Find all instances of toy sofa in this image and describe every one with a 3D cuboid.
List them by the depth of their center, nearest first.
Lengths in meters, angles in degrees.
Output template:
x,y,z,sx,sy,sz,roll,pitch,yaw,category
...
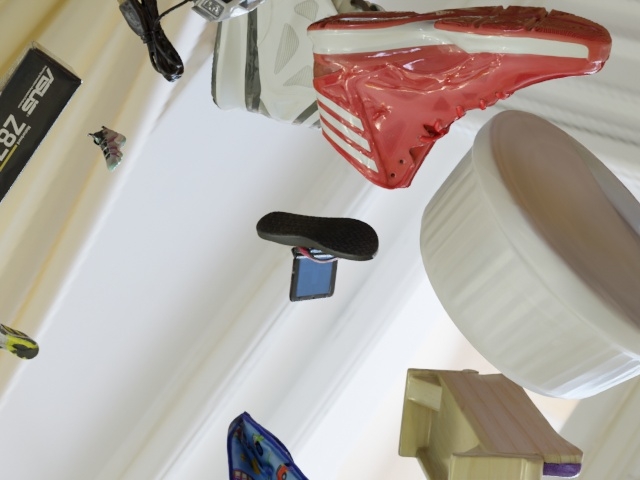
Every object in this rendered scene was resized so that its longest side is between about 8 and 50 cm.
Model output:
x,y,z,sx,sy,sz,roll,pitch,yaw,category
0.227,0.305,1.502,0.177,0.150,0.362,3,-168,-7,toy sofa

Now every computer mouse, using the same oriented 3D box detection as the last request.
x,y,z,sx,sy,sz,roll,pitch,yaw,category
-0.091,-0.233,0.994,0.106,0.193,0.042,55,165,9,computer mouse

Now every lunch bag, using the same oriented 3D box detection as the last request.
x,y,z,sx,sy,sz,roll,pitch,yaw,category
-0.070,0.421,1.693,0.221,0.138,0.293,66,172,-26,lunch bag

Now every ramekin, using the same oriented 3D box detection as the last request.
x,y,z,sx,sy,sz,roll,pitch,yaw,category
0.210,0.021,0.977,0.273,0.127,0.273,31,-147,-24,ramekin

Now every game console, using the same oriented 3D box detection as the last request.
x,y,z,sx,sy,sz,roll,pitch,yaw,category
0.018,0.041,1.810,0.144,0.124,0.085,-3,-110,-59,game console

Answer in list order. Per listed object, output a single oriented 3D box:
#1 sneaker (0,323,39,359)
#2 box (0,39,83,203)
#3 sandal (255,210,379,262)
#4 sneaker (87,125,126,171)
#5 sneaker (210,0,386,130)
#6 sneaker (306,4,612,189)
x,y,z,sx,sy,sz,roll,pitch,yaw,category
-0.352,0.110,1.195,0.083,0.031,0.035,28,174,-3,sneaker
-0.494,-0.151,1.633,0.097,0.318,0.395,36,180,-20,box
0.000,0.000,1.339,0.179,0.067,0.040,12,130,34,sandal
-0.389,-0.170,1.925,0.069,0.038,0.098,34,-150,-26,sneaker
0.017,-0.306,1.260,0.258,0.169,0.447,17,140,7,sneaker
0.100,-0.102,0.788,0.221,0.087,0.128,7,113,25,sneaker
